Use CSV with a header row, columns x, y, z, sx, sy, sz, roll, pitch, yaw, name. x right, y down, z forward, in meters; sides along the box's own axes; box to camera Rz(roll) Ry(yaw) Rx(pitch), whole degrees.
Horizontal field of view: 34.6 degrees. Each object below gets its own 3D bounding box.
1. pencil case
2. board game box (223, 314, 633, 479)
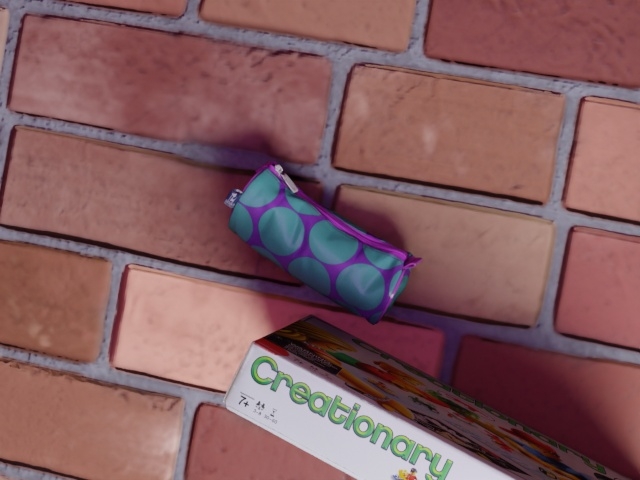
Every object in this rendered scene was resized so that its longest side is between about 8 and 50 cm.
x,y,z,sx,sy,sz,roll,pitch,yaw,name
0.000,0.000,0.806,0.152,0.064,0.070,33,121,8,pencil case
0.097,0.150,0.726,0.305,0.193,0.053,27,96,8,board game box
